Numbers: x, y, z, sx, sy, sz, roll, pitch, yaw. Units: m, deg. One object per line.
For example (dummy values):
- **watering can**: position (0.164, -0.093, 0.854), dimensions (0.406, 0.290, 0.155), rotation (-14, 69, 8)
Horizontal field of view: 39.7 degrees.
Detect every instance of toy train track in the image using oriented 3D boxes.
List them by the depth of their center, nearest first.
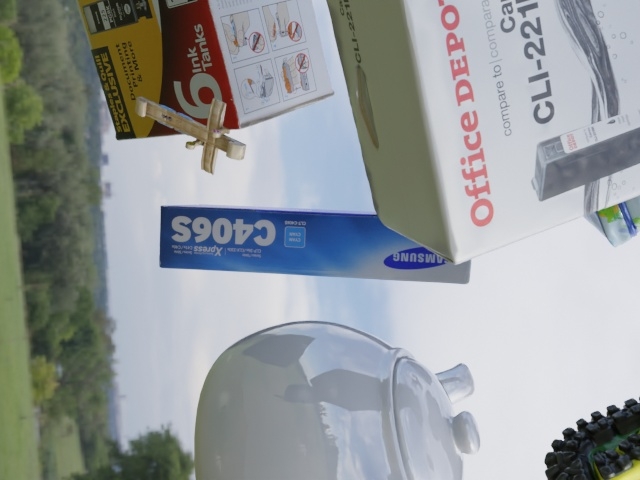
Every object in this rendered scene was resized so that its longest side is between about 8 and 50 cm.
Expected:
- **toy train track**: position (-0.083, -0.068, 0.541), dimensions (0.083, 0.014, 0.048), rotation (26, -59, 23)

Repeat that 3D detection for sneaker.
- **sneaker**: position (0.403, 0.210, 0.941), dimensions (0.146, 0.344, 0.134), rotation (63, -7, -16)

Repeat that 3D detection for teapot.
- **teapot**: position (0.031, 0.170, 0.688), dimensions (0.252, 0.187, 0.256), rotation (54, 28, -46)

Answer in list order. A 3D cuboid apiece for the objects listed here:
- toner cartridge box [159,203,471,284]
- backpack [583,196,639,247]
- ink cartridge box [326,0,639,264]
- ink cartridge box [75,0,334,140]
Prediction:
- **toner cartridge box**: position (0.000, 0.000, 1.051), dimensions (0.165, 0.348, 0.075), rotation (-30, 122, -82)
- **backpack**: position (0.431, -0.148, 1.273), dimensions (0.355, 0.273, 0.290), rotation (44, -17, 57)
- **ink cartridge box**: position (0.162, -0.126, 0.603), dimensions (0.114, 0.273, 0.196), rotation (-142, -145, -65)
- **ink cartridge box**: position (-0.155, -0.261, 0.851), dimensions (0.272, 0.130, 0.309), rotation (2, -68, 46)
